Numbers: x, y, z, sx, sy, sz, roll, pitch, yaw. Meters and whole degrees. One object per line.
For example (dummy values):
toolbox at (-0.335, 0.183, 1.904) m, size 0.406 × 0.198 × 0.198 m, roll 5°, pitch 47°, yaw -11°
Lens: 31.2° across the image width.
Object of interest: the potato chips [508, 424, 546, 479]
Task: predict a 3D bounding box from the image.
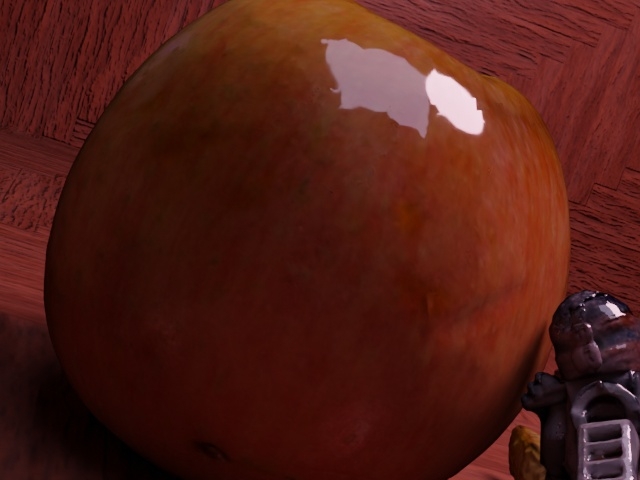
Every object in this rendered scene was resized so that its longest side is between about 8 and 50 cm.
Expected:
potato chips at (0.262, 0.246, 0.859) m, size 0.080 × 0.057 × 0.407 m, roll 10°, pitch 12°, yaw -40°

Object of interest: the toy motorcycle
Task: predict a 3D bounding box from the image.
toy motorcycle at (0.187, 0.164, 0.705) m, size 0.134 × 0.207 × 0.401 m, roll -8°, pitch 21°, yaw 18°

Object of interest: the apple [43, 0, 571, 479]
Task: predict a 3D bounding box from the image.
apple at (0.000, 0.000, 0.858) m, size 0.391 × 0.346 × 0.391 m, roll 18°, pitch 7°, yaw -2°
